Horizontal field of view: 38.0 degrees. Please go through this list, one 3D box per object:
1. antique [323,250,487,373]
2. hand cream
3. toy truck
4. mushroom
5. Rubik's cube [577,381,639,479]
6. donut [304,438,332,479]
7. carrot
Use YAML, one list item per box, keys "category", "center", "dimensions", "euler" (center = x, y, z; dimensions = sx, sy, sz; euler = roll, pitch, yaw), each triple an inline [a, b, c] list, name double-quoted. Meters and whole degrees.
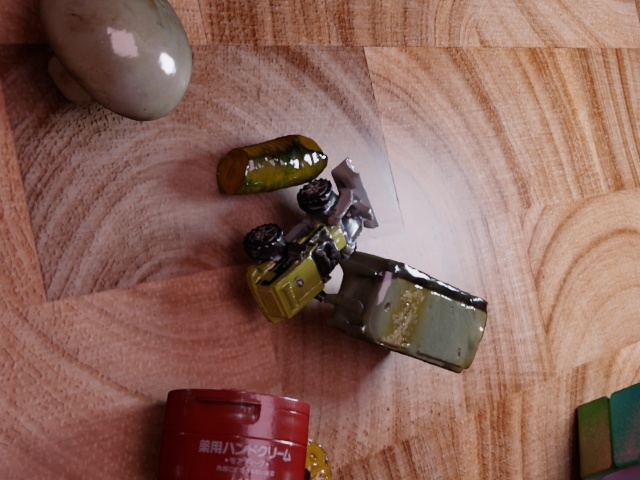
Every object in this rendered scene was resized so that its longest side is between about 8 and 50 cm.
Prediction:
- category: "antique"
  center: [0.120, 0.106, 1.397]
  dimensions: [0.284, 0.150, 0.125]
  euler: [26, 80, -51]
- category: "hand cream"
  center: [-0.110, 0.262, 1.188]
  dimensions: [0.193, 0.193, 0.125]
  euler: [16, 69, -38]
- category: "toy truck"
  center: [0.000, 0.000, 1.370]
  dimensions: [0.286, 0.111, 0.136]
  euler: [-46, 131, -30]
- category: "mushroom"
  center: [-0.270, -0.252, 1.191]
  dimensions: [0.226, 0.178, 0.226]
  euler: [56, 18, -30]
- category: "Rubik's cube"
  center: [0.671, 0.421, 1.740]
  dimensions: [0.358, 0.387, 0.368]
  euler: [-12, 106, -38]
- category: "donut"
  center: [-0.036, 0.333, 1.334]
  dimensions: [0.108, 0.043, 0.097]
  euler: [10, 76, -39]
- category: "carrot"
  center: [-0.070, -0.113, 1.384]
  dimensions: [0.173, 0.082, 0.082]
  euler: [-11, 88, -42]
